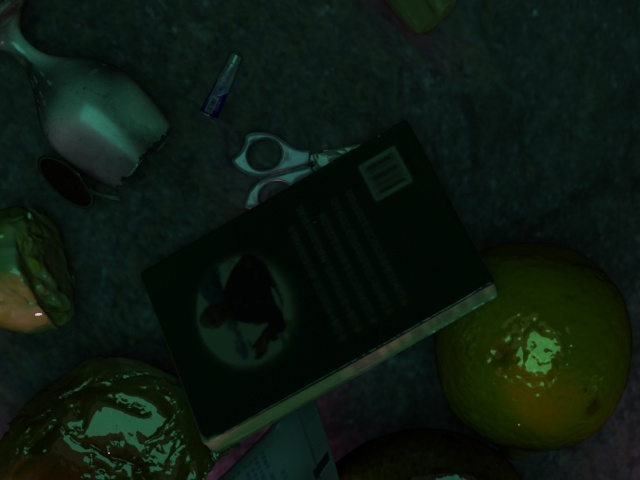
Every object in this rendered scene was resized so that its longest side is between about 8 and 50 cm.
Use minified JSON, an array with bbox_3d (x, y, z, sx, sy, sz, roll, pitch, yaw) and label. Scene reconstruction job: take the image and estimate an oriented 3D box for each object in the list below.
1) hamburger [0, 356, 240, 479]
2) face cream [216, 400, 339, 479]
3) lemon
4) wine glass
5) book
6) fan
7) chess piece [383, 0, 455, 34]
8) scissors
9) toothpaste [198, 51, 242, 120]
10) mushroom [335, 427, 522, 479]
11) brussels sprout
[{"bbox_3d":[-0.255,0.249,1.757,0.309,0.132,0.211,-38,98,4],"label":"hamburger"},{"bbox_3d":[-0.131,0.375,1.721,0.137,0.235,0.420,33,112,-29],"label":"face cream"},{"bbox_3d":[0.244,0.128,1.702,0.228,0.228,0.254,-3,88,-1],"label":"lemon"},{"bbox_3d":[-0.290,-0.171,1.713,0.241,0.126,0.126,42,94,-2],"label":"wine glass"},{"bbox_3d":[-0.010,0.049,1.695,0.371,0.043,0.260,-29,55,7],"label":"book"},{"bbox_3d":[-0.281,-0.063,1.735,0.005,0.133,0.085,-51,140,-28],"label":"fan"},{"bbox_3d":[0.064,-0.381,1.710,0.137,0.137,0.301,-37,108,3],"label":"chess piece"},{"bbox_3d":[0.004,-0.094,1.778,0.212,0.021,0.110,-14,98,1],"label":"scissors"},{"bbox_3d":[-0.118,-0.185,1.770,0.024,0.015,0.083,24,101,-5],"label":"toothpaste"},{"bbox_3d":[0.131,0.376,1.701,0.345,0.260,0.345,0,123,-1],"label":"mushroom"},{"bbox_3d":[-0.362,0.043,1.728,0.122,0.149,0.152,-20,80,18],"label":"brussels sprout"}]
